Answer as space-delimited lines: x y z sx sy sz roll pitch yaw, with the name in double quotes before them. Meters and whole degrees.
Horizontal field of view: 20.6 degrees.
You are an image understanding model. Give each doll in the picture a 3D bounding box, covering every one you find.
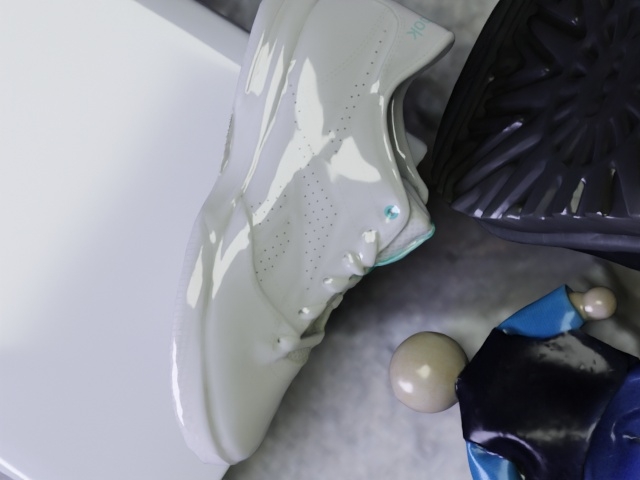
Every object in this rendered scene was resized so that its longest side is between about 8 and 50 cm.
"doll" 0.115 0.085 0.770 0.189 0.046 0.129 20 92 19

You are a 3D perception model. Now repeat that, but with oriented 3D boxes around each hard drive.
"hard drive" -0.161 -0.038 0.811 0.353 0.047 0.233 32 97 -2

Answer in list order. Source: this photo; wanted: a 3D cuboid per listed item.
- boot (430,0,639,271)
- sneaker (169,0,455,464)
"boot" 0.211 0.000 0.690 0.260 0.348 0.131 29 90 -24
"sneaker" 0.000 0.000 0.740 0.094 0.080 0.212 15 96 13
